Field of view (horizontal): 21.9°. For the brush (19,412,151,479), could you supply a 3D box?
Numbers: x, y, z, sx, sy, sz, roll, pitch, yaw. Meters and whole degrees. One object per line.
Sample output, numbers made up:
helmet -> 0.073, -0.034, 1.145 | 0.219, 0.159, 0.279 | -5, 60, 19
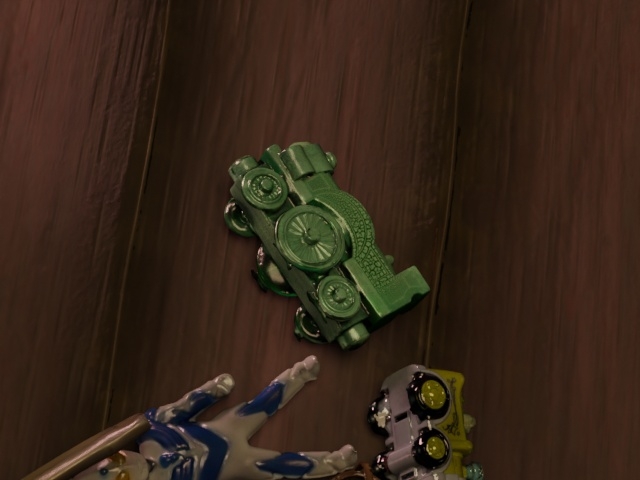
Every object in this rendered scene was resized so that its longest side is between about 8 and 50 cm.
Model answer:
brush -> -0.252, 0.219, 1.152 | 0.321, 0.060, 0.050 | -32, 91, -8

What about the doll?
doll -> -0.089, 0.163, 1.237 | 0.227, 0.057, 0.114 | -16, 77, -19

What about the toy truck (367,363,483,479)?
toy truck -> 0.088, 0.154, 1.271 | 0.077, 0.076, 0.111 | 6, 68, -30

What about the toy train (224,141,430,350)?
toy train -> 0.000, 0.000, 1.310 | 0.105, 0.071, 0.178 | -28, 78, -27

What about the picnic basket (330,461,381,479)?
picnic basket -> 0.030, 0.202, 1.229 | 0.072, 0.083, 0.072 | 4, 68, -9
